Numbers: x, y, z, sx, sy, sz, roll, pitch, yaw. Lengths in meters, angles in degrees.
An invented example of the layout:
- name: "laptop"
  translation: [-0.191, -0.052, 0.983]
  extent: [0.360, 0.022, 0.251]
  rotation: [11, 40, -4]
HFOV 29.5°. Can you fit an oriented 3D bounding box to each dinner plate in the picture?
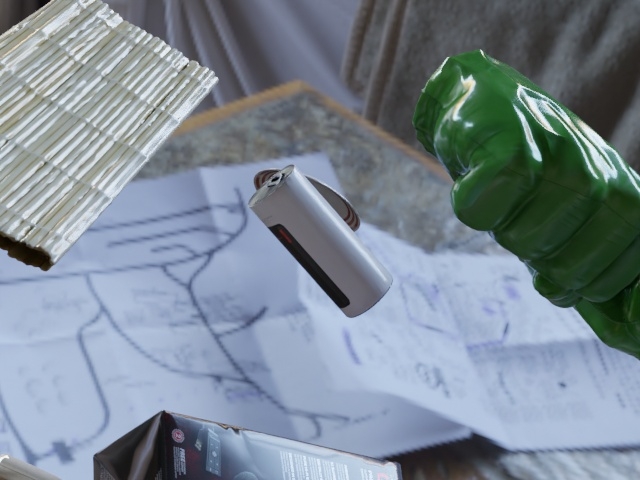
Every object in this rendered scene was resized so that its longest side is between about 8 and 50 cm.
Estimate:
- name: "dinner plate"
  translation: [-0.014, -0.051, 1.471]
  extent: [0.141, 0.141, 0.017]
  rotation: [21, 67, 13]

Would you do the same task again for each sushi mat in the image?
- name: "sushi mat"
  translation: [-0.189, -0.095, 0.876]
  extent: [0.151, 0.019, 0.316]
  rotation: [31, 33, -2]

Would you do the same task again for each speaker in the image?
- name: "speaker"
  translation: [0.000, 0.000, 1.045]
  extent: [0.136, 0.055, 0.055]
  rotation: [49, 32, -16]

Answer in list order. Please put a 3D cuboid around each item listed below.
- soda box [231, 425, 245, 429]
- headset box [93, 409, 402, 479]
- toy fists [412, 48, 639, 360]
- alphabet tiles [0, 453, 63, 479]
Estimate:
- name: "soda box"
  translation: [-0.134, 0.306, 1.464]
  extent: [0.169, 0.060, 0.053]
  rotation: [-53, 22, -24]
- name: "headset box"
  translation: [-0.035, 0.282, 1.002]
  extent: [0.293, 0.110, 0.218]
  rotation: [21, 49, -36]
- name: "toy fists"
  translation: [0.170, -0.003, 0.745]
  extent: [0.279, 0.096, 0.142]
  rotation: [33, 12, -39]
- name: "alphabet tiles"
  translation: [-0.204, 0.251, 0.822]
  extent: [0.278, 0.284, 0.021]
  rotation: [16, 37, 26]
